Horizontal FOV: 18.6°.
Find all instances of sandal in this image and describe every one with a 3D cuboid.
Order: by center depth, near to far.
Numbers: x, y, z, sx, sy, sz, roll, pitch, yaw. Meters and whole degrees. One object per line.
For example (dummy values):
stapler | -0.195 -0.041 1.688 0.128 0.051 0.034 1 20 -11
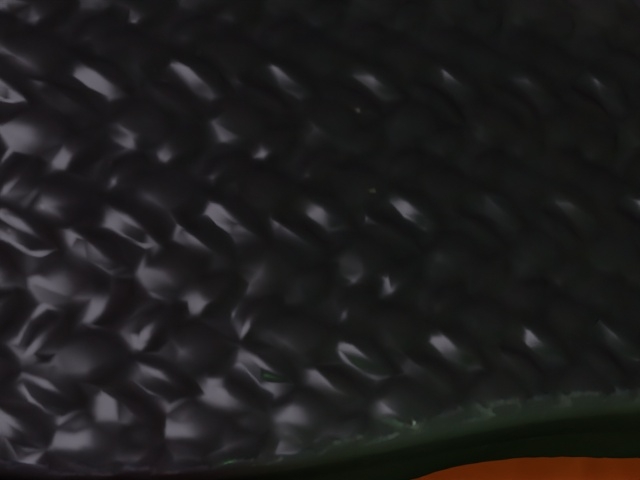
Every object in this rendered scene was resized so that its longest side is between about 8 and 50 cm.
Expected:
sandal | 0.001 0.002 0.489 0.446 0.107 0.167 9 59 -26
